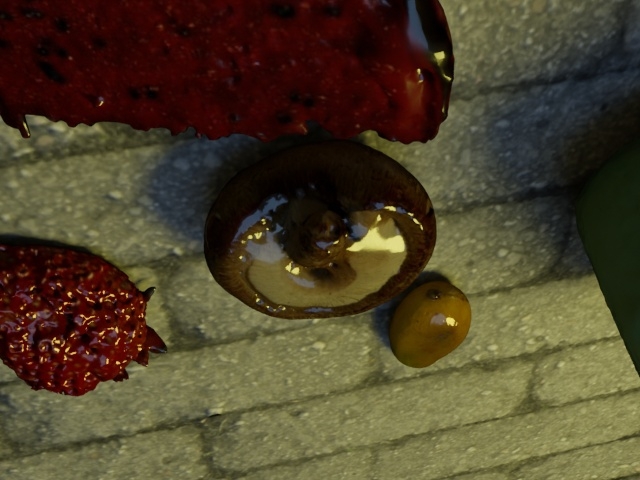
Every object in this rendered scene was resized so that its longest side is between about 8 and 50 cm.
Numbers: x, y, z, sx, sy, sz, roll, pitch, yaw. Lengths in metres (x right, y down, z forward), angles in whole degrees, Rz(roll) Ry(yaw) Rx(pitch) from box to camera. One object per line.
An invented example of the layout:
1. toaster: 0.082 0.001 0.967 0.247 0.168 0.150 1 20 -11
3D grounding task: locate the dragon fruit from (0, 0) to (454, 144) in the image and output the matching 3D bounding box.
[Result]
1. dragon fruit: -0.086 -0.180 0.511 0.343 0.100 0.282 7 146 13

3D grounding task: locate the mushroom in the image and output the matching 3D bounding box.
1. mushroom: -0.001 -0.013 0.855 0.231 0.138 0.194 -8 152 6

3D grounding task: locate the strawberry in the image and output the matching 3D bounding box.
1. strawberry: -0.273 0.077 0.876 0.174 0.098 0.228 -24 138 7

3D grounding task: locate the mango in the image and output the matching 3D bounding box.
1. mango: 0.136 0.114 1.077 0.101 0.066 0.187 -4 145 -13

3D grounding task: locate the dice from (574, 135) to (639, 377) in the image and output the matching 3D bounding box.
1. dice: 0.473 0.046 0.886 0.322 0.318 0.330 -24 149 16
